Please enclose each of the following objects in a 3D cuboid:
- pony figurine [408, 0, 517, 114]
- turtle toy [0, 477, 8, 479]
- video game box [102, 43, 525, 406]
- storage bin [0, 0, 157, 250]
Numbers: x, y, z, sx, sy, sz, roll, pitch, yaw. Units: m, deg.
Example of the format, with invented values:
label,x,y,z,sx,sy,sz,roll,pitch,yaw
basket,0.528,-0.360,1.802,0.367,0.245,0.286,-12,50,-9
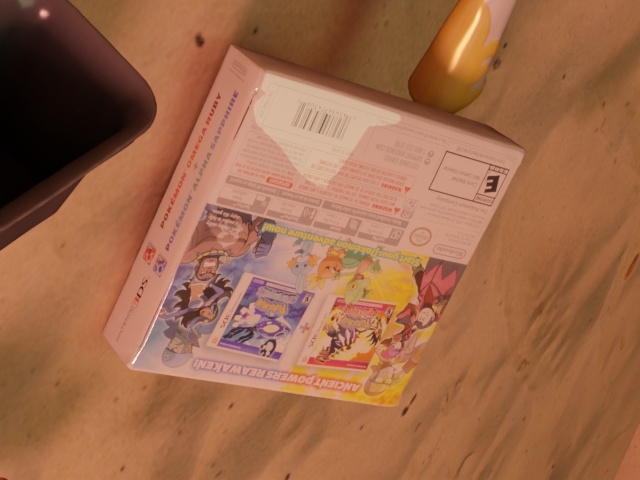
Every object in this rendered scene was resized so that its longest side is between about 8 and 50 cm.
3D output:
label,x,y,z,sx,sy,sz,roll,pitch,yaw
pony figurine,0.172,-0.281,0.851,0.351,0.303,0.363,-38,162,-28
turtle toy,-0.184,0.140,0.743,0.095,0.066,0.130,-63,156,-1
video game box,0.000,0.000,0.883,0.205,0.048,0.187,14,107,-39
storage bin,-0.152,-0.034,0.623,0.135,0.098,0.091,-41,175,-42
